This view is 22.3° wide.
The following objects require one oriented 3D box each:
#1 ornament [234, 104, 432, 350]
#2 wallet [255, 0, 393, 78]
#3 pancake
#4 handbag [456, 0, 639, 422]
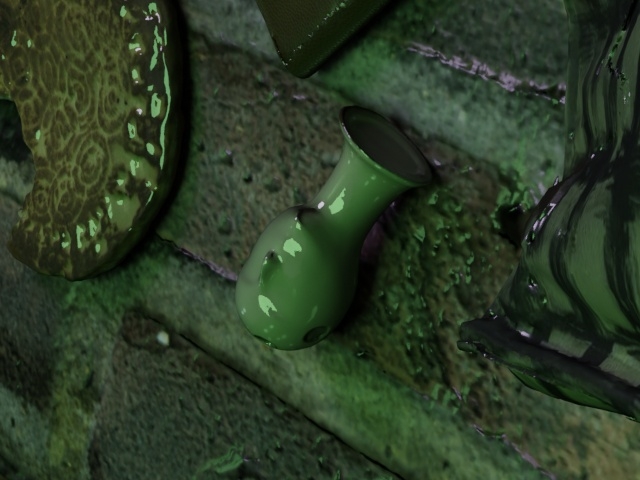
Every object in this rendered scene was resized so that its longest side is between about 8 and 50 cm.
[{"bbox_3d":[0.000,0.000,1.001,0.075,0.081,0.156,49,120,27],"label":"ornament"},{"bbox_3d":[0.028,-0.197,0.993,0.198,0.031,0.110,-39,65,39],"label":"wallet"},{"bbox_3d":[-0.195,-0.115,1.227,0.288,0.033,0.286,36,118,39],"label":"pancake"},{"bbox_3d":[0.186,-0.068,0.703,0.327,0.162,0.325,-166,80,-69],"label":"handbag"}]
